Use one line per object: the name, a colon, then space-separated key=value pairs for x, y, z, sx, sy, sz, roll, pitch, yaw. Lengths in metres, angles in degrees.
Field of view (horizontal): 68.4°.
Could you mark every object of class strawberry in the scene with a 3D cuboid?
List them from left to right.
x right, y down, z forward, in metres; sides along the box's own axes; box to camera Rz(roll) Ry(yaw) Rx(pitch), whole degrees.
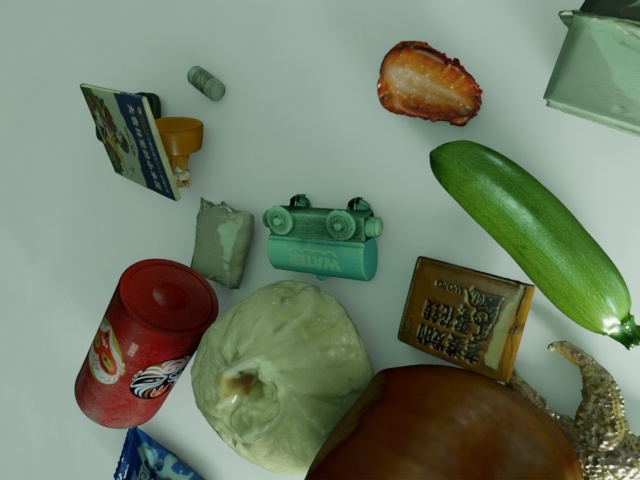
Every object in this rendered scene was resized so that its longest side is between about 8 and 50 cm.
strawberry: x=0.183 y=-0.254 z=0.782 sx=0.188 sy=0.082 sz=0.121 roll=34 pitch=126 yaw=16

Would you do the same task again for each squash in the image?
squash: x=0.309 y=-0.015 z=0.685 sx=0.107 sy=0.107 sz=0.395 roll=-46 pitch=68 yaw=22

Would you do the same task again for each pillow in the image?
pillow: x=-0.211 y=0.012 z=1.004 sx=0.134 sy=0.078 sz=0.181 roll=19 pitch=102 yaw=29

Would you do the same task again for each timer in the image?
timer: x=-0.325 y=-0.189 z=1.063 sx=0.132 sy=0.132 sz=0.152 roll=18 pitch=122 yaw=29

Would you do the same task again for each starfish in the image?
starfish: x=0.371 y=0.309 z=0.677 sx=0.299 sy=0.060 sz=0.303 roll=18 pitch=100 yaw=27

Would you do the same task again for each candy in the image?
candy: x=-0.350 y=0.567 z=1.089 sx=0.331 sy=0.077 sz=0.187 roll=25 pitch=104 yaw=25

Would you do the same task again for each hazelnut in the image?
hazelnut: x=0.157 y=0.348 z=0.639 sx=0.365 sy=0.365 sz=0.366 roll=0 pitch=90 yaw=30

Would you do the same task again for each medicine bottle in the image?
medicine bottle: x=-0.254 y=-0.349 z=1.046 sx=0.083 sy=0.047 sz=0.047 roll=41 pitch=109 yaw=24

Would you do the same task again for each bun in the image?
bun: x=-0.088 y=0.250 z=0.848 sx=0.352 sy=0.227 sz=0.349 roll=13 pitch=98 yaw=31

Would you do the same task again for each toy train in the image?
toy train: x=0.000 y=0.000 z=0.881 sx=0.248 sy=0.101 sz=0.159 roll=7 pitch=109 yaw=31

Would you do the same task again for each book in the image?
book: x=-0.431 y=-0.225 z=1.053 sx=0.322 sy=0.018 sz=0.228 roll=22 pitch=135 yaw=41

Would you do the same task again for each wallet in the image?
wallet: x=0.223 y=0.122 z=0.755 sx=0.195 sy=0.042 sz=0.161 roll=16 pitch=97 yaw=39

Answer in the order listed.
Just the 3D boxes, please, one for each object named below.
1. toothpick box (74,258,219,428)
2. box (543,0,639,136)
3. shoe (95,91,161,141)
toothpick box: x=-0.374 y=0.223 z=0.999 sx=0.204 sy=0.204 sz=0.333 roll=49 pitch=122 yaw=21
box: x=0.393 y=-0.201 z=0.533 sx=0.220 sy=0.290 sz=0.166 roll=29 pitch=116 yaw=28
shoe: x=-0.501 y=-0.300 z=1.166 sx=0.241 sy=0.093 sz=0.108 roll=-5 pitch=86 yaw=32
